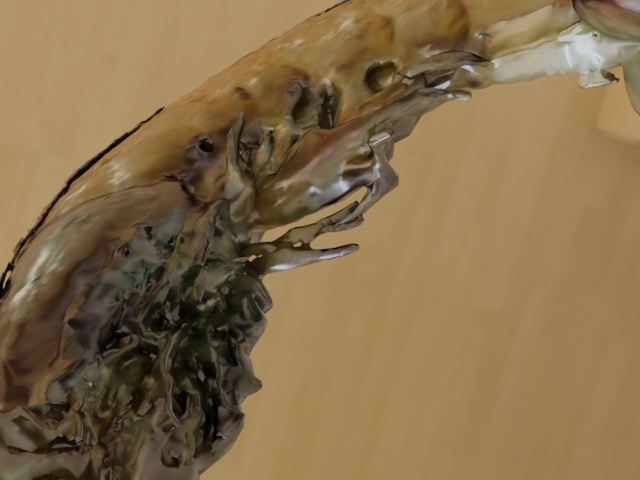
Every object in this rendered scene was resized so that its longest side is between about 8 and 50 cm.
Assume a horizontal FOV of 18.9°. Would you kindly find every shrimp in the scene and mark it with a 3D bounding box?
[{"bbox_3d":[0.000,0.000,0.468,0.054,0.222,0.290,58,31,-20],"label":"shrimp"}]
